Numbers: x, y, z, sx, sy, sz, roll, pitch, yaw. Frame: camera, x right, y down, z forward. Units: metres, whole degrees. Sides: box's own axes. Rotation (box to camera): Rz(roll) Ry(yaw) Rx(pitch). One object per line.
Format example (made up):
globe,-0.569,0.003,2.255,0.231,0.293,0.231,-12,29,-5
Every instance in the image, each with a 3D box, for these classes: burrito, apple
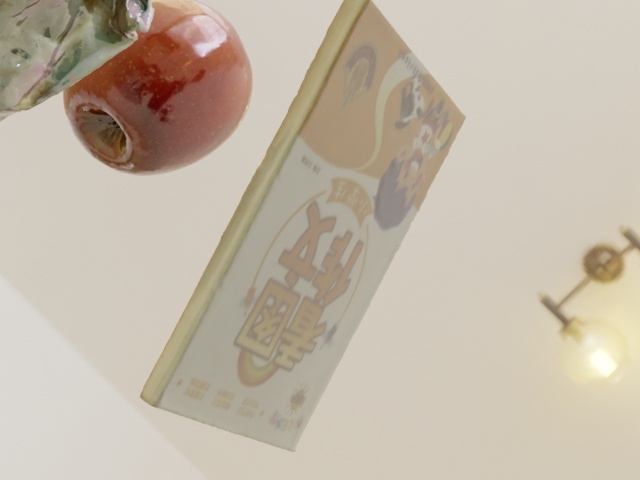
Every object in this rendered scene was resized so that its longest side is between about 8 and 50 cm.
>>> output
burrito,-0.210,-0.065,0.574,0.309,0.066,0.096,-38,146,-14
apple,-0.164,-0.157,1.225,0.168,0.181,0.181,-45,178,-36

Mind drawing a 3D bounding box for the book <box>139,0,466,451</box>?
book,0.000,0.000,0.842,0.295,0.020,0.208,-63,151,-4
